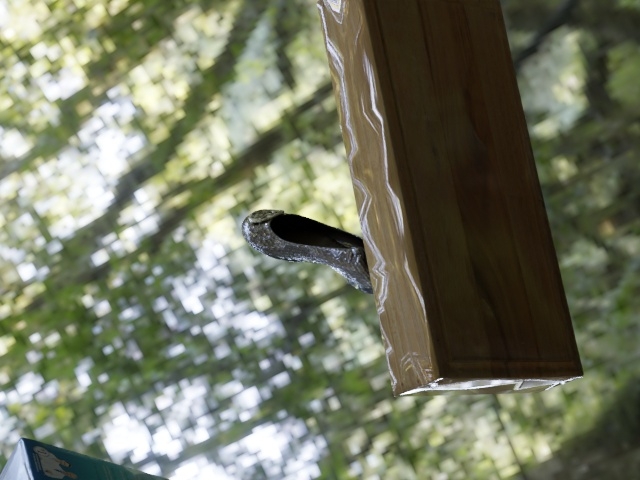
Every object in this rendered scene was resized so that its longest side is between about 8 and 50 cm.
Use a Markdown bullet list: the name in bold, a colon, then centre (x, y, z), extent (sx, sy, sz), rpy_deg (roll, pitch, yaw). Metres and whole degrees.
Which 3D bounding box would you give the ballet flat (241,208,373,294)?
- **ballet flat**: centre (0.000, 0.000, 2.263), extent (0.084, 0.250, 0.058), rpy_deg (-31, -52, -35)

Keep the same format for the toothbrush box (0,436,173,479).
- **toothbrush box**: centre (-0.197, 0.346, 1.831), extent (0.296, 0.216, 0.126), rpy_deg (21, -161, -28)

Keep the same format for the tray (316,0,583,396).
- **tray**: centre (0.130, -0.054, 1.858), extent (0.203, 0.076, 0.410), rpy_deg (2, -109, -41)
